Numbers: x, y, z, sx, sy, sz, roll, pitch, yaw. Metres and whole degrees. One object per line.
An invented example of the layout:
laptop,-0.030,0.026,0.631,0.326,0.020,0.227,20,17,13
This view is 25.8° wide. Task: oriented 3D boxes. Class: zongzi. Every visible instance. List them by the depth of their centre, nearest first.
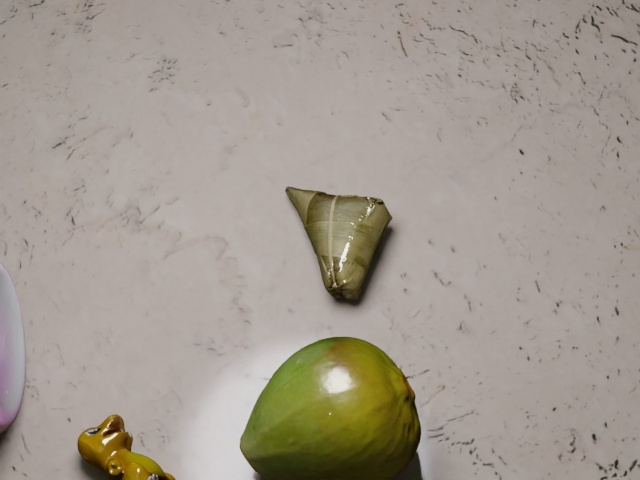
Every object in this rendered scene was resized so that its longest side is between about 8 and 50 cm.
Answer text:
zongzi,0.000,0.000,2.031,0.176,0.078,0.160,11,61,23

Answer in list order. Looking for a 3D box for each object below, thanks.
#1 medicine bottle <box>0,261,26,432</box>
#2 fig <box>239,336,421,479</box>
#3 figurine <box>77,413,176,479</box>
medicine bottle,-0.582,0.150,1.882,0.324,0.256,0.256,-5,59,4
fig,0.015,0.229,1.832,0.230,0.207,0.207,-15,52,36
figurine,-0.272,0.319,1.862,0.122,0.121,0.176,-53,51,6
